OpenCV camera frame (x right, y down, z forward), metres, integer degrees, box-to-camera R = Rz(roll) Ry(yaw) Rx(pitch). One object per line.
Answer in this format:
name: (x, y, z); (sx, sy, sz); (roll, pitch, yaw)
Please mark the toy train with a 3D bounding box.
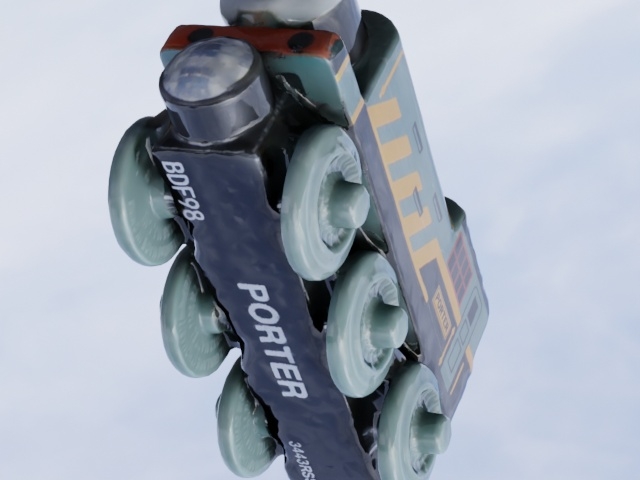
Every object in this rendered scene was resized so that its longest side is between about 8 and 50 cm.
toy train: (0.000, 0.000, 1.014); (0.142, 0.334, 0.190); (3, -133, 25)
